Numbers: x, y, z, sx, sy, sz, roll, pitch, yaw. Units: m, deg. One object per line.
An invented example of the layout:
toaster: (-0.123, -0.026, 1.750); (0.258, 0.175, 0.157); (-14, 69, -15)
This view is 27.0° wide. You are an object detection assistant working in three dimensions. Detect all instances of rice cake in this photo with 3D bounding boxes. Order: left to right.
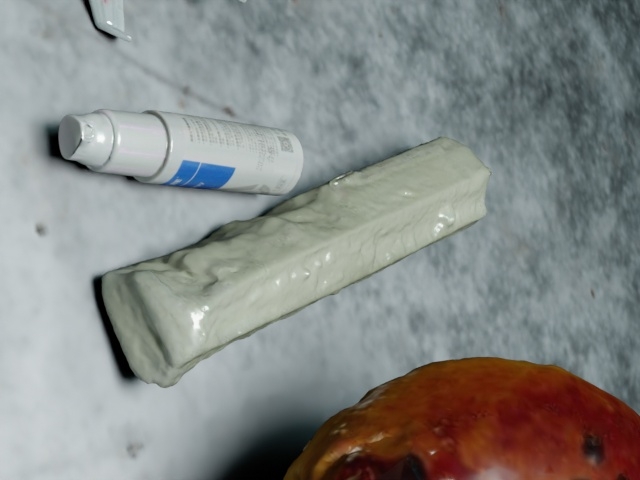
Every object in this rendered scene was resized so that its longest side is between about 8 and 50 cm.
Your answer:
rice cake: (0.000, 0.000, 0.655); (0.256, 0.052, 0.057); (-24, 74, -48)

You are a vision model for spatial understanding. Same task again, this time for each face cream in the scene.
face cream: (-0.063, -0.041, 0.606); (0.130, 0.034, 0.034); (5, 76, -48)

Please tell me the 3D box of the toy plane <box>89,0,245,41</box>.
toy plane: (-0.084, -0.178, 0.590); (0.171, 0.065, 0.162); (26, 94, -27)

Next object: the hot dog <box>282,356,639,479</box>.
hot dog: (0.111, 0.236, 0.552); (0.367, 0.196, 0.365); (27, 55, -13)
